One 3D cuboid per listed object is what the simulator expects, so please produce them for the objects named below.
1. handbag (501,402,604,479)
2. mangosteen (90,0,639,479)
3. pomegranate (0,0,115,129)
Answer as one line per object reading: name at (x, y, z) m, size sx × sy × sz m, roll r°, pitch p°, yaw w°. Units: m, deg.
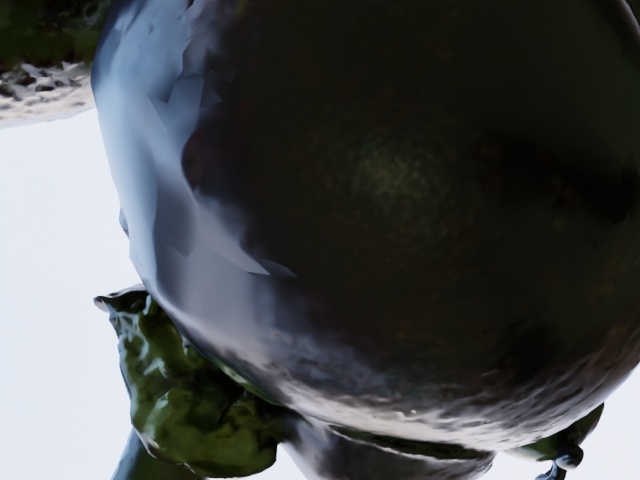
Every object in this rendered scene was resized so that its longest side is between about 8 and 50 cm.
handbag at (0.076, 0.063, 0.842) m, size 0.111 × 0.072 × 0.047 m, roll 36°, pitch -119°, yaw 9°
mangosteen at (0.000, 0.000, 0.666) m, size 0.231 × 0.231 × 0.289 m, roll 40°, pitch -87°, yaw -24°
pomegranate at (-0.140, -0.145, 0.779) m, size 0.202 × 0.248 × 0.202 m, roll -1°, pitch -83°, yaw -5°
